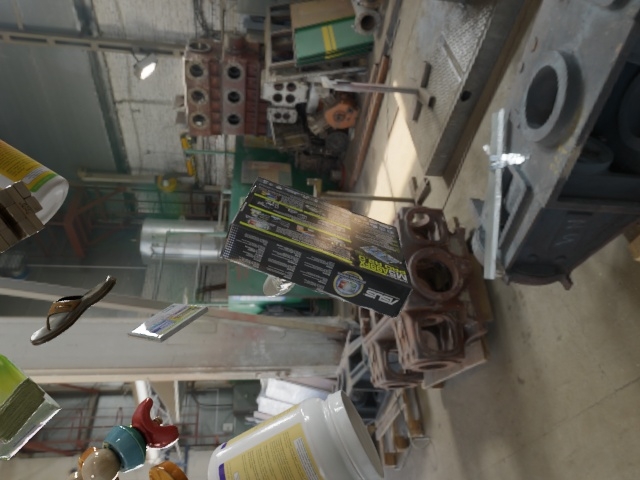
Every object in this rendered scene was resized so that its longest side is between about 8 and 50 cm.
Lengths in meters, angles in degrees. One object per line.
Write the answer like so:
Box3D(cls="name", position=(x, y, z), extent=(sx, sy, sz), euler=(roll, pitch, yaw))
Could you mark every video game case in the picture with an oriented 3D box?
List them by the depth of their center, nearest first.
Box3D(cls="video game case", position=(-0.532, 0.284, 1.561), extent=(0.212, 0.194, 0.023), euler=(-34, -65, -49))

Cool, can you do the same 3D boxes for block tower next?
Box3D(cls="block tower", position=(-0.596, 0.026, 0.682), extent=(0.090, 0.097, 0.335), euler=(60, -141, -19))

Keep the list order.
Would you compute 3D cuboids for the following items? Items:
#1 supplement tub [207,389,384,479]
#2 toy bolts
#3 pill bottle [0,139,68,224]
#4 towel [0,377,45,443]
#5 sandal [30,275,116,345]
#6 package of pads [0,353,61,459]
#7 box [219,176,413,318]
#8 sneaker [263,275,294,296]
Box3D(cls="supplement tub", position=(-0.052, 0.506, 1.000), extent=(0.240, 0.332, 0.241), euler=(61, -179, -3))
Box3D(cls="toy bolts", position=(-0.360, 0.438, 0.833), extent=(0.158, 0.218, 0.228), euler=(-31, -26, -53))
Box3D(cls="pill bottle", position=(-0.680, -0.138, 0.933), extent=(0.136, 0.246, 0.136), euler=(-53, 12, 17))
Box3D(cls="towel", position=(-0.788, 0.440, 1.159), extent=(0.110, 0.027, 0.148), euler=(88, -160, -45))
Box3D(cls="sandal", position=(-0.578, 0.151, 1.038), extent=(0.060, 0.219, 0.090), euler=(55, 164, -25))
Box3D(cls="package of pads", position=(-1.101, 0.576, 1.546), extent=(0.229, 0.297, 0.101), euler=(-48, -17, -24))
Box3D(cls="box", position=(0.000, 0.000, 0.712), extent=(0.216, 0.270, 0.060), euler=(-85, 16, -64))
Box3D(cls="sneaker", position=(-0.120, 0.118, 1.506), extent=(0.262, 0.099, 0.121), euler=(-39, -6, 30))
